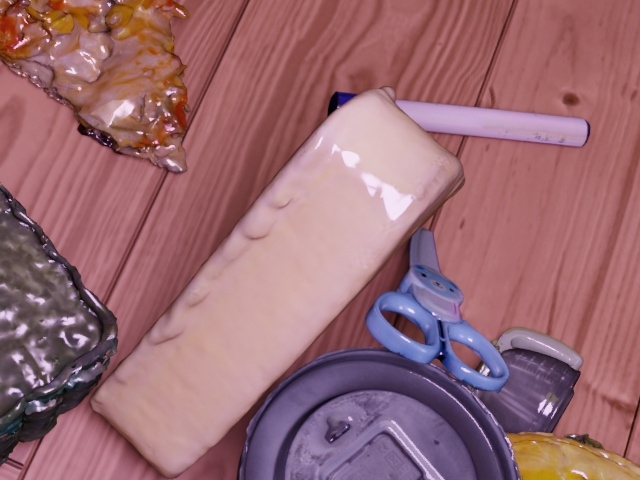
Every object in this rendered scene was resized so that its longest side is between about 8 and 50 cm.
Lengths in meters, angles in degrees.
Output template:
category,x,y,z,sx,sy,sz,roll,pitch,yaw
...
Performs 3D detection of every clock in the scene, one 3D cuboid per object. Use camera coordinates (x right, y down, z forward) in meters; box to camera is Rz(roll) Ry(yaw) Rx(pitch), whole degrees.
category,x,y,z,sx,sy,sz,roll,pitch,yaw
clock,0.044,0.194,1.117,0.226,0.049,0.226,6,63,-12

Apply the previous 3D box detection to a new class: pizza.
category,x,y,z,sx,sy,sz,roll,pitch,yaw
pizza,-0.234,-0.196,1.292,0.251,0.074,0.288,-5,70,-18

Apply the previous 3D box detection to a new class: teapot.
category,x,y,z,sx,sy,sz,roll,pitch,yaw
teapot,0.180,0.134,1.312,0.091,0.124,0.092,32,104,12

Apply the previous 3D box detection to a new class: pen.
category,x,y,z,sx,sy,sz,roll,pitch,yaw
pen,0.138,-0.116,1.407,0.269,0.033,0.033,4,69,-17

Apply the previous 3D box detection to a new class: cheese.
category,x,y,z,sx,sy,sz,roll,pitch,yaw
cheese,0.001,-0.001,1.141,0.104,0.384,0.384,43,63,2

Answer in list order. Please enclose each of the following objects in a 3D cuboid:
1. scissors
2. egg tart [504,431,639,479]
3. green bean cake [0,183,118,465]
category,x,y,z,sx,sy,sz,roll,pitch,yaw
scissors,0.095,0.048,1.240,0.125,0.030,0.256,26,21,-10
egg tart,0.181,0.323,1.199,0.345,0.132,0.345,6,69,-16
green bean cake,-0.316,0.077,1.127,0.255,0.132,0.241,-40,86,-25
